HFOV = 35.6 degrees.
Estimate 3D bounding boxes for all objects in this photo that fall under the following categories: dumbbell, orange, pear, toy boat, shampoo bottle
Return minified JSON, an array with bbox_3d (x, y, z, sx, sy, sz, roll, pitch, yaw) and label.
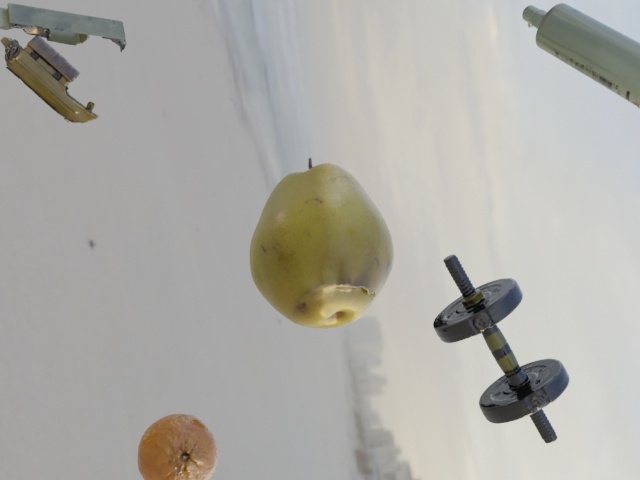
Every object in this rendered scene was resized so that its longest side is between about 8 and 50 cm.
[{"bbox_3d":[0.271,0.165,1.496,0.325,0.143,0.143,60,3,-7],"label":"dumbbell"},{"bbox_3d":[-0.235,0.354,1.638,0.117,0.136,0.135,-98,-179,-89],"label":"orange"},{"bbox_3d":[-0.011,0.006,1.944,0.336,0.285,0.285,53,-12,22],"label":"pear"},{"bbox_3d":[-0.511,-0.311,1.903,0.226,0.088,0.068,42,2,-13],"label":"toy boat"},{"bbox_3d":[0.428,-0.307,1.584,0.262,0.085,0.085,39,-25,29],"label":"shampoo bottle"}]

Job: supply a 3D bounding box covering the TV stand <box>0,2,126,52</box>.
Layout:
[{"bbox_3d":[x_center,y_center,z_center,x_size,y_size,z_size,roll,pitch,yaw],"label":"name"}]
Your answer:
[{"bbox_3d":[-0.403,-0.318,1.478,0.042,0.249,0.036,-28,-113,48],"label":"TV stand"}]
